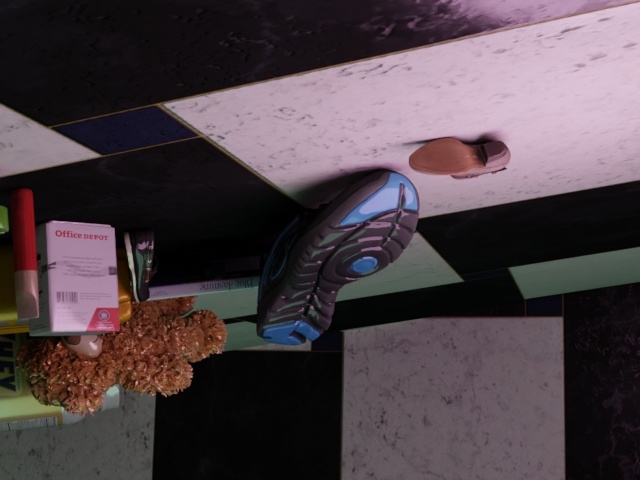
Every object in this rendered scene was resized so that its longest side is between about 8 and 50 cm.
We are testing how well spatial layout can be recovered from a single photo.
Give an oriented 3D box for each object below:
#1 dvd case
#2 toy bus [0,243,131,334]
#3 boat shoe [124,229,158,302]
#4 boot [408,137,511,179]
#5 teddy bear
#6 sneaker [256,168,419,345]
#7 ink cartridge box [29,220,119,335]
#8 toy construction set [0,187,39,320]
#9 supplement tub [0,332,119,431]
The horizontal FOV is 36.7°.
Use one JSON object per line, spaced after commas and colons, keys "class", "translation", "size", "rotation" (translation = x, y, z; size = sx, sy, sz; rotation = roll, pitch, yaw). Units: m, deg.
{"class": "dvd case", "translation": [-0.139, 0.051, 1.454], "size": [0.253, 0.022, 0.180], "rotation": [-6, -171, -4]}
{"class": "toy bus", "translation": [-0.421, 0.065, 1.283], "size": [0.332, 0.108, 0.130], "rotation": [-3, 166, -16]}
{"class": "boat shoe", "translation": [-0.239, 0.037, 1.302], "size": [0.042, 0.049, 0.133], "rotation": [-9, 139, -13]}
{"class": "boot", "translation": [0.152, -0.084, 1.061], "size": [0.118, 0.042, 0.087], "rotation": [-7, 171, -1]}
{"class": "teddy bear", "translation": [-0.289, 0.141, 1.470], "size": [0.338, 0.245, 0.113], "rotation": [-2, 146, -39]}
{"class": "sneaker", "translation": [0.000, 0.000, 1.224], "size": [0.125, 0.140, 0.341], "rotation": [11, 142, -29]}
{"class": "ink cartridge box", "translation": [-0.308, 0.049, 1.200], "size": [0.056, 0.135, 0.099], "rotation": [-13, 167, 43]}
{"class": "toy construction set", "translation": [-0.436, 0.068, 0.948], "size": [0.309, 0.237, 0.257], "rotation": [-5, 168, -14]}
{"class": "supplement tub", "translation": [-0.496, 0.196, 1.577], "size": [0.316, 0.228, 0.228], "rotation": [-4, 168, -16]}
